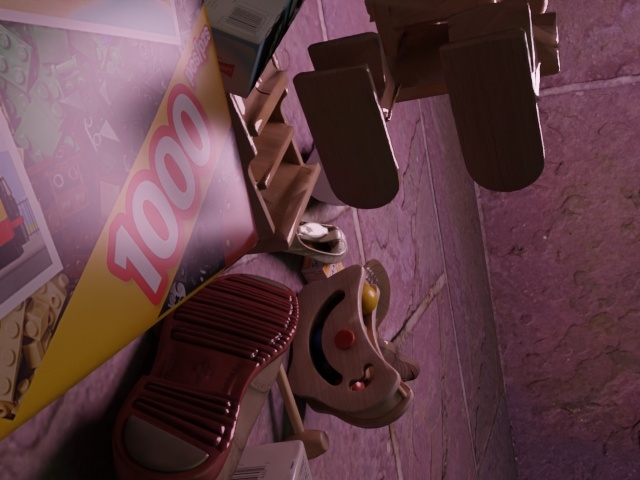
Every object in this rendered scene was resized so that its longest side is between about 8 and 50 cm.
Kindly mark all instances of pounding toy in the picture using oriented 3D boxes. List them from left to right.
[{"bbox_3d":[0.030,0.151,1.002,0.155,0.154,0.270,54,35,-52],"label":"pounding toy"}]

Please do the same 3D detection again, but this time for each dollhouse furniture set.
[{"bbox_3d":[0.064,-0.151,0.850,0.362,0.394,0.256,-71,148,-48],"label":"dollhouse furniture set"}]

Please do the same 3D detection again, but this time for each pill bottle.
[{"bbox_3d":[0.039,-0.109,1.176,0.184,0.103,0.103,-30,111,-67],"label":"pill bottle"}]

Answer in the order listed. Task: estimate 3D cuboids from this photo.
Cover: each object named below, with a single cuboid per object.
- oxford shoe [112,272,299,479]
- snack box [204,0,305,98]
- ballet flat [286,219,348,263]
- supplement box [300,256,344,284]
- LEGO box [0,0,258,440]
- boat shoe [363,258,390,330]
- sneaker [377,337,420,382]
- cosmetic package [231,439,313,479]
[{"bbox_3d":[-0.111,0.147,0.747,0.348,0.123,0.130,-58,163,-60],"label":"oxford shoe"},{"bbox_3d":[-0.106,-0.268,0.741,0.322,0.187,0.060,-70,-178,-49],"label":"snack box"},{"bbox_3d":[0.000,0.000,1.053,0.168,0.052,0.057,6,66,-52],"label":"ballet flat"},{"bbox_3d":[0.008,0.051,1.140,0.098,0.036,0.062,62,29,-43],"label":"supplement box"},{"bbox_3d":[-0.242,-0.089,0.316,0.500,0.193,0.373,-44,125,-64],"label":"LEGO box"},{"bbox_3d":[0.050,0.121,1.181,0.080,0.073,0.224,47,41,-29],"label":"boat shoe"},{"bbox_3d":[0.120,0.231,1.364,0.188,0.066,0.071,43,61,-52],"label":"sneaker"},{"bbox_3d":[-0.046,0.378,0.767,0.160,0.113,0.310,-64,144,-70],"label":"cosmetic package"}]
